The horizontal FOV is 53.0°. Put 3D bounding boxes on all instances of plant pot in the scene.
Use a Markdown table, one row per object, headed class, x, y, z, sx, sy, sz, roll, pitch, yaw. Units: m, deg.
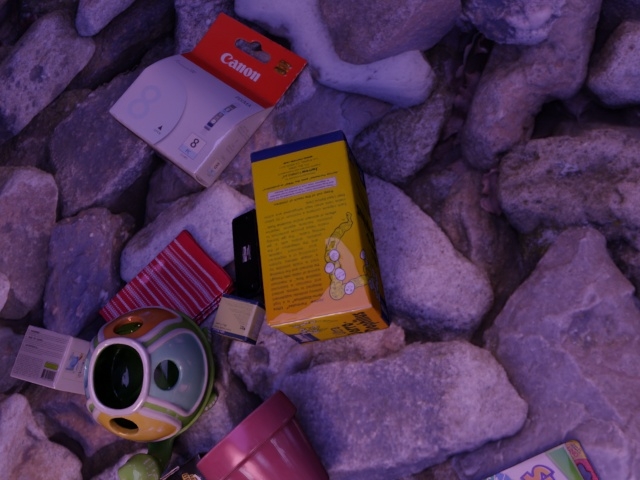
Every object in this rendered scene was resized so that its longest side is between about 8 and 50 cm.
| class | x | y | z | sx | sy | sz | roll | pitch | yaw |
| --- | --- | --- | --- | --- | --- | --- | --- | --- | --- |
| plant pot | -0.089 | 0.402 | 1.154 | 0.201 | 0.201 | 0.180 | -43 | 81 | -2 |

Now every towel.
| class | x | y | z | sx | sy | sz | roll | pitch | yaw |
| --- | --- | --- | --- | --- | --- | --- | --- | --- | --- |
| towel | -0.337 | 0.126 | 1.400 | 0.275 | 0.031 | 0.199 | -44 | 65 | -2 |

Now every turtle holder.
| class | x | y | z | sx | sy | sz | roll | pitch | yaw |
| --- | --- | --- | --- | --- | --- | --- | --- | --- | --- |
| turtle holder | -0.346 | 0.284 | 1.221 | 0.243 | 0.227 | 0.320 | 24 | 86 | 12 |

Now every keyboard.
| class | x | y | z | sx | sy | sz | roll | pitch | yaw |
| --- | --- | --- | --- | --- | --- | --- | --- | --- | --- |
| keyboard | -0.142 | 0.029 | 1.383 | 0.100 | 0.038 | 0.192 | -21 | 66 | 34 |

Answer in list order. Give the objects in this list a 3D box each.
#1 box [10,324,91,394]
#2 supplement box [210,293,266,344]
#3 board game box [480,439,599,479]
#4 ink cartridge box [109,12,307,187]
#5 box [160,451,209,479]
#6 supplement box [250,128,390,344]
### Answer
| class | x | y | z | sx | sy | sz | roll | pitch | yaw |
| --- | --- | --- | --- | --- | --- | --- | --- | --- | --- |
| box | -0.503 | 0.253 | 1.308 | 0.114 | 0.203 | 0.103 | 9 | 73 | 21 |
| supplement box | -0.167 | 0.163 | 1.322 | 0.083 | 0.056 | 0.083 | 11 | 74 | 19 |
| board game box | 0.347 | 0.447 | 1.088 | 0.259 | 0.039 | 0.124 | -26 | 67 | 3 |
| ink cartridge box | -0.265 | -0.359 | 1.517 | 0.308 | 0.091 | 0.385 | 35 | 85 | 24 |
| box | -0.246 | 0.602 | 1.182 | 0.257 | 0.079 | 0.322 | -35 | 66 | 0 |
| supplement box | 0.000 | 0.000 | 1.256 | 0.195 | 0.194 | 0.356 | -12 | 69 | 12 |
